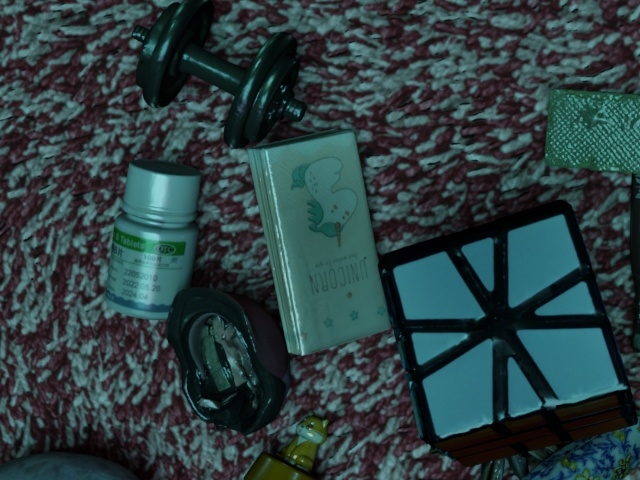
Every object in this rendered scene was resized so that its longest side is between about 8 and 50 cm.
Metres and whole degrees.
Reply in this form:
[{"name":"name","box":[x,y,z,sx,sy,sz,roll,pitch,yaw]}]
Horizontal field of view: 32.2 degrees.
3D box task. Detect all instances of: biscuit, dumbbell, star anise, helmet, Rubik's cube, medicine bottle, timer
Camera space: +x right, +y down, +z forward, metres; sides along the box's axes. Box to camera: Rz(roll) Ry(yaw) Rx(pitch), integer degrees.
[{"name":"biscuit","box":[0.434,-0.160,1.636,0.199,0.040,0.121,7,101,25]},{"name":"dumbbell","box":[-0.152,-0.255,1.670,0.290,0.192,0.192,27,104,5]},{"name":"star anise","box":[0.282,0.303,1.746,0.236,0.093,0.229,18,89,2]},{"name":"helmet","box":[-0.128,0.181,1.762,0.198,0.154,0.253,11,109,33]},{"name":"Rubik's cube","box":[0.270,0.144,1.578,0.293,0.283,0.288,-18,68,9]},{"name":"medicine bottle","box":[-0.262,-0.003,1.764,0.139,0.139,0.237,12,104,8]},{"name":"timer","box":[-0.036,0.355,1.818,0.132,0.132,0.152,26,81,4]}]

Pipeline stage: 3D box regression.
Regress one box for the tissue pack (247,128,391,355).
[{"name":"tissue pack","box":[0.000,0.000,1.717,0.170,0.071,0.325,-16,101,-28]}]

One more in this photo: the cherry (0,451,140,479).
[{"name":"cherry","box":[-0.423,0.490,1.813,0.326,0.291,0.335,-41,73,13]}]

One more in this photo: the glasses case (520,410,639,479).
[{"name":"glasses case","box":[0.409,0.349,1.704,0.248,0.065,0.087,-27,110,-18]}]

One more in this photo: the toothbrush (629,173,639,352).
[{"name":"toothbrush","box":[0.490,-0.006,1.680,0.040,0.041,0.364,0,100,10]}]
